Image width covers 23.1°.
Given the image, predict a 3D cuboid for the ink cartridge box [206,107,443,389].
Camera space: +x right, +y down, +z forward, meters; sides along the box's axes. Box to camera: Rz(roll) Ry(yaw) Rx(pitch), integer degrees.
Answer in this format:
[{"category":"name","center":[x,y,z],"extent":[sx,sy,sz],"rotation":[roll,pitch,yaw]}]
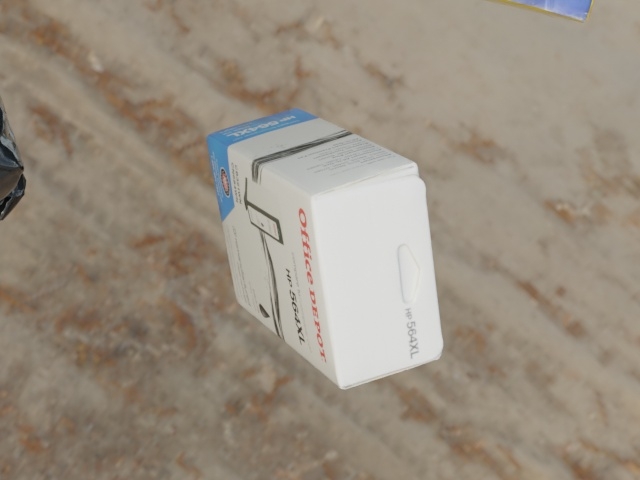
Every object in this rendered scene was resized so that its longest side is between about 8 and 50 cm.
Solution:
[{"category":"ink cartridge box","center":[0.000,0.000,1.143],"extent":[0.086,0.148,0.203],"rotation":[-16,21,-19]}]

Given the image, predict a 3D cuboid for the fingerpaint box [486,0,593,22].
[{"category":"fingerpaint box","center":[0.008,-0.385,1.081],"extent":[0.444,0.371,0.163],"rotation":[11,10,-15]}]

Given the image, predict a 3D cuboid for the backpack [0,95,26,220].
[{"category":"backpack","center":[-0.344,-0.156,0.934],"extent":[0.273,0.290,0.356],"rotation":[1,74,-35]}]
